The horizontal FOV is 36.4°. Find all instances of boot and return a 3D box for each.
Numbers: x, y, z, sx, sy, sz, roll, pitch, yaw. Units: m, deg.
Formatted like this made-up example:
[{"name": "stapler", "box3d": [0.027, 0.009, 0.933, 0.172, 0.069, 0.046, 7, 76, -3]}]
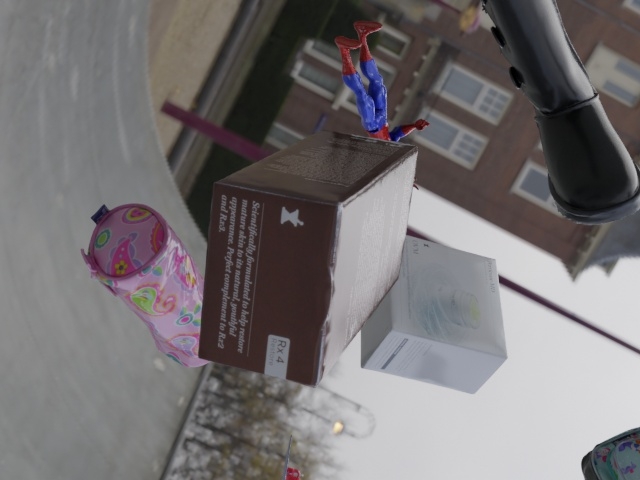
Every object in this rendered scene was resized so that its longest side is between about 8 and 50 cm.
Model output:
[{"name": "boot", "box3d": [0.367, -0.285, 1.563, 0.146, 0.445, 0.367, -22, -152, 9]}]

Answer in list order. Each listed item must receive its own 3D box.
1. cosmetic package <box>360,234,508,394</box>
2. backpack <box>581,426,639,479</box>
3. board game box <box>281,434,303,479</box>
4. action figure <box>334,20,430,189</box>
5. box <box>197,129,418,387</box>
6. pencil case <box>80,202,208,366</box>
[{"name": "cosmetic package", "box3d": [0.199, 0.129, 1.747, 0.138, 0.224, 0.224, 122, -23, -45]}, {"name": "backpack", "box3d": [0.598, 0.411, 1.648, 0.191, 0.253, 0.225, 96, -24, -67]}, {"name": "board game box", "box3d": [-0.045, 0.387, 1.511, 0.169, 0.033, 0.133, -82, -177, -61]}, {"name": "action figure", "box3d": [0.112, -0.191, 1.521, 0.091, 0.139, 0.280, -44, 139, -34]}, {"name": "box", "box3d": [0.000, 0.000, 1.105, 0.381, 0.143, 0.191, -42, 142, -70]}, {"name": "pencil case", "box3d": [-0.215, 0.065, 1.321, 0.124, 0.124, 0.284, -66, 154, -23]}]
